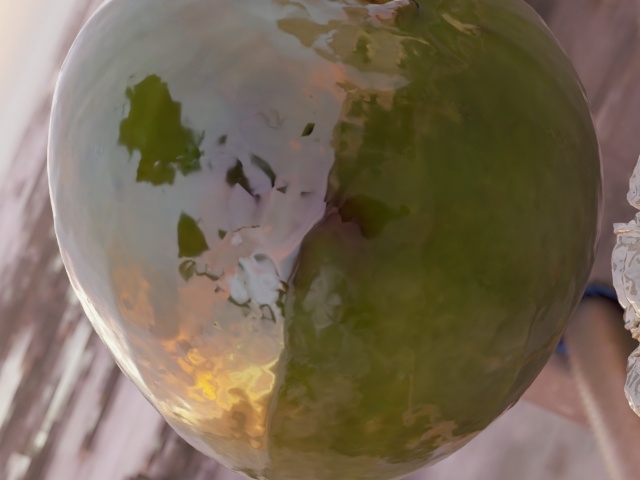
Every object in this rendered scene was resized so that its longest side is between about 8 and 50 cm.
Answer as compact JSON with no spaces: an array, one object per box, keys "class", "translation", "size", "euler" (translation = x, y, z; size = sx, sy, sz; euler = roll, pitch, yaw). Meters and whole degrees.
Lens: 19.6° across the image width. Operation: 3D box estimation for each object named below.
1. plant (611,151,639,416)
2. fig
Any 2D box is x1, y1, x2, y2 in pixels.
[{"class":"plant","translation":[0.129,0.019,0.525],"size":[0.104,0.116,0.122],"euler":[-28,2,11]},{"class":"fig","translation":[0.000,0.000,0.995],"size":[0.316,0.316,0.316],"euler":[-157,90,-79]}]
